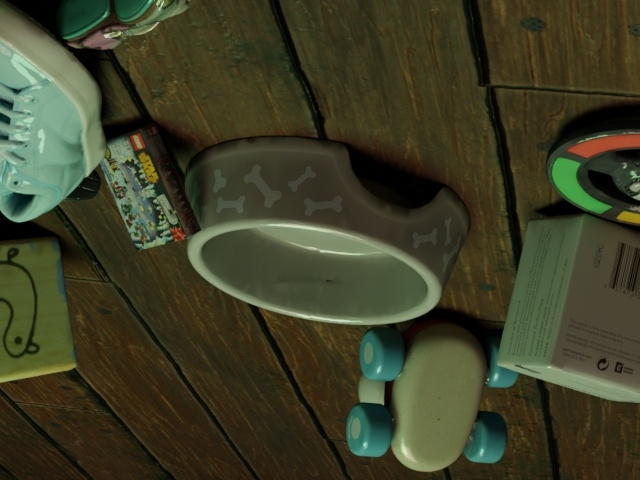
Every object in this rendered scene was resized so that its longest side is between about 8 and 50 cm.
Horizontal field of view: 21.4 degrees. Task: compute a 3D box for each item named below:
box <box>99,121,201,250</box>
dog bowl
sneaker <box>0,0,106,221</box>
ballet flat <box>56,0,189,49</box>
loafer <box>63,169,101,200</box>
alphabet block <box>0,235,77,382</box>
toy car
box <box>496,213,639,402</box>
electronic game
[{"bbox_3d":[-0.201,-0.061,1.942,0.094,0.027,0.137,-14,103,44],"label":"box"},{"bbox_3d":[0.000,0.000,2.015,0.349,0.102,0.349,9,158,4],"label":"dog bowl"},{"bbox_3d":[-0.316,-0.117,1.771,0.135,0.150,0.366,30,162,17],"label":"sneaker"},{"bbox_3d":[-0.173,-0.227,1.602,0.079,0.076,0.221,3,170,-33],"label":"ballet flat"},{"bbox_3d":[-0.346,-0.086,2.035,0.170,0.062,0.061,16,179,-4],"label":"loafer"},{"bbox_3d":[-0.471,0.100,2.269,0.193,0.192,0.197,-11,178,39],"label":"alphabet block"},{"bbox_3d":[0.125,0.196,2.387,0.219,0.210,0.238,5,-170,-23],"label":"toy car"},{"bbox_3d":[0.321,0.079,1.923,0.181,0.181,0.119,17,171,-22],"label":"box"},{"bbox_3d":[0.350,-0.067,1.765,0.229,0.048,0.229,9,158,4],"label":"electronic game"}]
